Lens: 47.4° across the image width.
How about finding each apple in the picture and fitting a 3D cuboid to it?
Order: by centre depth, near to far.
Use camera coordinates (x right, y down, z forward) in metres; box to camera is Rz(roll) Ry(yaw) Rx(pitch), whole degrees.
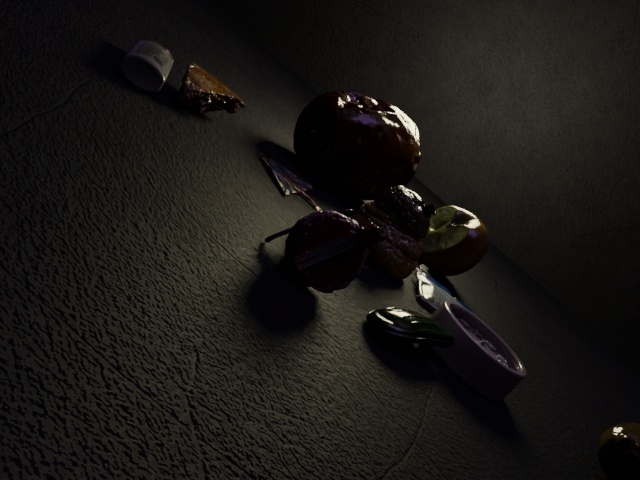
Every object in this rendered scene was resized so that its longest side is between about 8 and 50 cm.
[{"bbox_3d":[0.340,0.003,1.867,0.160,0.173,0.195,28,22,-32],"label":"apple"}]

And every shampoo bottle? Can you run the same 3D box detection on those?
[{"bbox_3d":[-0.338,-0.348,1.431,0.086,0.056,0.227,33,16,-19],"label":"shampoo bottle"}]

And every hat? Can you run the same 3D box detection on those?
[{"bbox_3d":[0.001,-0.004,1.155,0.129,0.140,0.227,47,-1,-16],"label":"hat"}]

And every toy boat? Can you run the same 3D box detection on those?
[{"bbox_3d":[0.146,0.143,1.196,0.104,0.052,0.210,30,8,33],"label":"toy boat"}]

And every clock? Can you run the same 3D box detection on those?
[{"bbox_3d":[0.281,0.200,1.336,0.197,0.068,0.197,38,15,-12],"label":"clock"}]

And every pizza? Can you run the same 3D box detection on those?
[{"bbox_3d":[-0.246,-0.298,1.501,0.154,0.069,0.194,40,21,-1],"label":"pizza"}]

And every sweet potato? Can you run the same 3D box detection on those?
[{"bbox_3d":[0.651,0.451,1.423,0.423,0.130,0.130,36,14,-37],"label":"sweet potato"}]

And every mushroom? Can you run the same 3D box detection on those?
[{"bbox_3d":[0.243,0.085,1.682,0.049,0.019,0.101,33,20,-17],"label":"mushroom"}]

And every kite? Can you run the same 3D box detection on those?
[{"bbox_3d":[-0.064,-0.122,1.544,0.189,0.009,0.232,43,16,8],"label":"kite"}]

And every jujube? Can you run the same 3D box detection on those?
[{"bbox_3d":[0.105,-0.242,1.874,0.377,0.276,0.276,3,38,-49],"label":"jujube"}]

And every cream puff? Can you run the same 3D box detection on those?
[{"bbox_3d":[0.165,-0.032,1.535,0.183,0.169,0.183,38,13,-11],"label":"cream puff"}]

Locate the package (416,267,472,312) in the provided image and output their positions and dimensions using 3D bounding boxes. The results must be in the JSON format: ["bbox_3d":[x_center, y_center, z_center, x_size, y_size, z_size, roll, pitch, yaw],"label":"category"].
[{"bbox_3d":[0.274,0.140,1.578,0.171,0.027,0.173,37,18,-7],"label":"package"}]
